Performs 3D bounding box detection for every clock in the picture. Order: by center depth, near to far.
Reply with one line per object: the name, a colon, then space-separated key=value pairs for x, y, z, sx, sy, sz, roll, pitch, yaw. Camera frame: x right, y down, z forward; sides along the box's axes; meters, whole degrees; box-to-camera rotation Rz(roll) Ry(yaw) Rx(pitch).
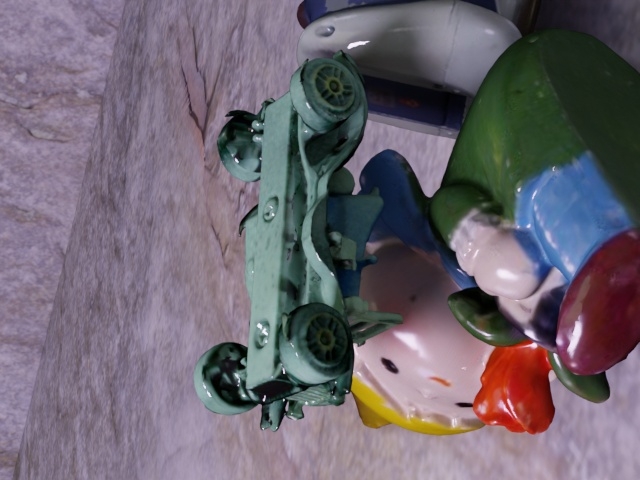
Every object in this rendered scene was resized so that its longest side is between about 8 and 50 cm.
clock: x=0.066 y=-0.184 z=0.635 sx=0.199 sy=0.146 sz=0.243 roll=35 pitch=-114 yaw=-78

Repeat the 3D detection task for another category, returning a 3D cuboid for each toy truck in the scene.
toy truck: x=0.000 y=0.001 z=0.543 sx=0.080 sy=0.078 sz=0.154 roll=-29 pitch=51 yaw=50

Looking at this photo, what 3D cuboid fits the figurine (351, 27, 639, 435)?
figurine: x=0.079 y=0.037 z=0.574 sx=0.234 sy=0.127 sz=0.185 roll=-53 pitch=39 yaw=34
